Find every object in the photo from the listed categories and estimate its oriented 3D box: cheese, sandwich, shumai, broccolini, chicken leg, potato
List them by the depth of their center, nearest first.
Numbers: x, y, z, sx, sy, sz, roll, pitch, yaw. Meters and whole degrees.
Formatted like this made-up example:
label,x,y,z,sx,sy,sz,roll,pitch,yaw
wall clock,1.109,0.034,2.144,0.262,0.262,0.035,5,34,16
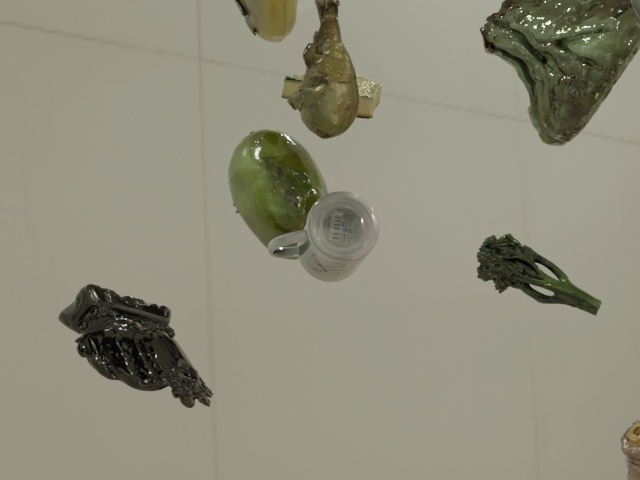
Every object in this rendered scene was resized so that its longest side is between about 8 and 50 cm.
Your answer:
label,x,y,z,sx,sy,sz,roll,pitch,yaw
chicken leg,0.003,-0.216,1.161,0.093,0.178,0.070,1,4,15
broccolini,0.320,0.053,1.382,0.202,0.091,0.068,24,4,37
shumai,0.424,-0.361,1.652,0.263,0.309,0.304,34,-17,10
sandwich,0.029,-0.317,1.942,0.193,0.058,0.162,14,26,6
potato,-0.086,-0.104,2.017,0.215,0.304,0.216,-25,-34,-19
cheese,-0.135,-0.624,2.079,0.128,0.259,0.316,-30,-27,-18

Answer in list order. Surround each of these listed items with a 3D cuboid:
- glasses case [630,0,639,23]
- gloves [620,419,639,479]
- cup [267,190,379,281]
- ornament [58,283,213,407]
label,x,y,z,sx,sy,sz,roll,pitch,yaw
glasses case,0.391,-0.251,0.696,0.323,0.131,0.074,-25,-42,26
gloves,0.572,0.371,1.572,0.144,0.110,0.094,30,-11,-25
cup,0.008,0.007,1.266,0.136,0.099,0.133,-37,-6,-14
ornament,-0.324,0.213,1.669,0.251,0.106,0.260,23,23,-45
